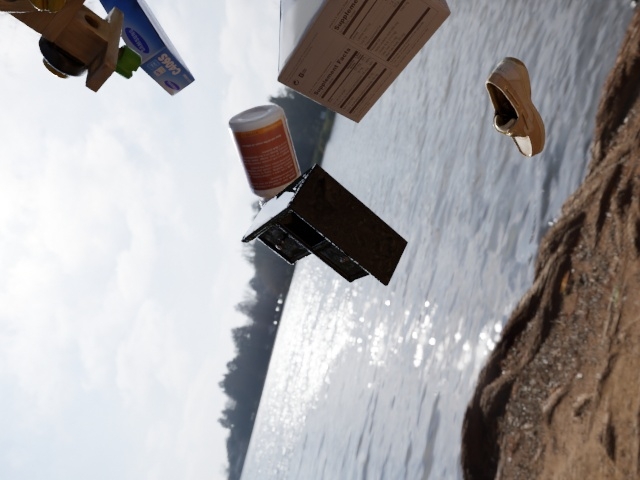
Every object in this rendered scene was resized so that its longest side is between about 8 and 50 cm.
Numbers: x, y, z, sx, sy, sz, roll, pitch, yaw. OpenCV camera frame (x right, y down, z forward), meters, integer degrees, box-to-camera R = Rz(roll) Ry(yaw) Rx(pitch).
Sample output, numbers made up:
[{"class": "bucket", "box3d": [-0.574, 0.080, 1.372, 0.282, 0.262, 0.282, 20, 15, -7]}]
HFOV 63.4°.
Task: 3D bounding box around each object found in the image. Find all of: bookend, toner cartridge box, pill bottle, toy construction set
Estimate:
[{"class": "bookend", "box3d": [0.000, 0.000, 0.681, 0.157, 0.156, 0.072, -26, 29, 56]}, {"class": "toner cartridge box", "box3d": [-0.432, -0.516, 1.198, 0.075, 0.348, 0.165, -34, -12, 5]}, {"class": "pill bottle", "box3d": [-0.111, -0.169, 1.111, 0.121, 0.121, 0.216, -78, -23, -57]}, {"class": "toy construction set", "box3d": [-0.236, -0.262, 0.497, 0.257, 0.237, 0.309, -47, 41, 1]}]

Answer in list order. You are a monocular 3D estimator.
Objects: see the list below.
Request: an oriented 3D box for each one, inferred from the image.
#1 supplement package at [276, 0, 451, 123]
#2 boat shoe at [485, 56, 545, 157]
[{"class": "supplement package", "box3d": [0.047, -0.349, 0.754, 0.204, 0.145, 0.262, -46, 34, 40]}, {"class": "boat shoe", "box3d": [0.285, -0.186, 0.774, 0.059, 0.170, 0.063, -40, 34, -8]}]
